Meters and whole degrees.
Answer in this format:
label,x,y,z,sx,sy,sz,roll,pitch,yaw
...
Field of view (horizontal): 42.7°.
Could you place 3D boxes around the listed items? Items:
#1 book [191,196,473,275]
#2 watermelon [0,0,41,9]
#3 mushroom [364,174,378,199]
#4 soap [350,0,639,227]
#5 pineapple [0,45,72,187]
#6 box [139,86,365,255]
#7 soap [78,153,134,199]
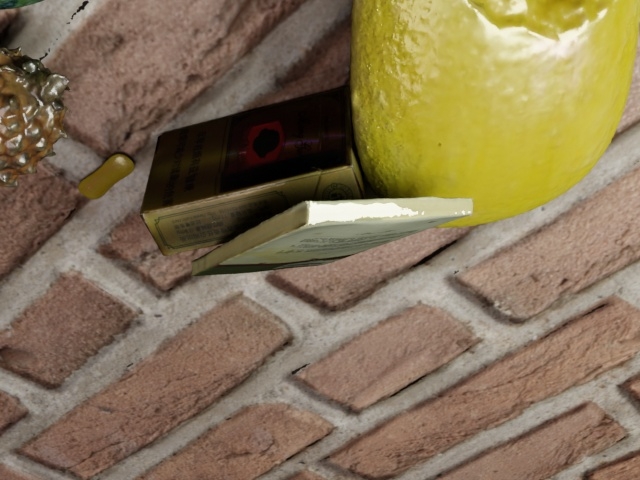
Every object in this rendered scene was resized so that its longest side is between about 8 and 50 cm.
label,x,y,z,sx,sy,sz,roll,pitch,yaw
book,0.000,0.000,0.881,0.201,0.026,0.289,-3,170,-31
watermelon,-0.311,-0.290,0.744,0.260,0.176,0.256,-39,161,29
mushroom,0.069,-0.058,0.967,0.209,0.071,0.084,-12,179,-15
soap,0.175,-0.189,0.818,0.306,0.115,0.427,-16,128,-10
pineapple,-0.348,-0.134,0.875,0.193,0.166,0.166,-20,130,19
box,-0.072,-0.079,0.923,0.240,0.159,0.071,-11,130,12
soap,-0.267,-0.079,1.021,0.089,0.012,0.034,-33,125,27
